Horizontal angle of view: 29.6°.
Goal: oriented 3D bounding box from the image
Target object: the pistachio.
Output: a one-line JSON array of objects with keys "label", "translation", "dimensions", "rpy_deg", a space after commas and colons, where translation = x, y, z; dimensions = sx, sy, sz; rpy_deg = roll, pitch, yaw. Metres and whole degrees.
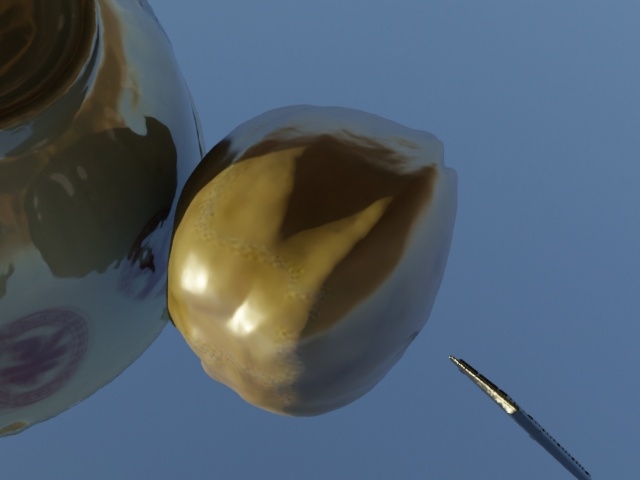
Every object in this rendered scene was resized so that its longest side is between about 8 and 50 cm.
[{"label": "pistachio", "translation": [0.000, 0.000, 0.609], "dimensions": [0.153, 0.138, 0.238], "rpy_deg": [-24, -169, 11]}]

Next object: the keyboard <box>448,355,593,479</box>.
[{"label": "keyboard", "translation": [0.144, 0.129, 0.836], "dimensions": [0.010, 0.198, 0.063], "rpy_deg": [-49, -126, -2]}]

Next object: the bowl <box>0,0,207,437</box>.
[{"label": "bowl", "translation": [-0.199, -0.077, 0.605], "dimensions": [0.337, 0.157, 0.337], "rpy_deg": [9, -118, -17]}]
